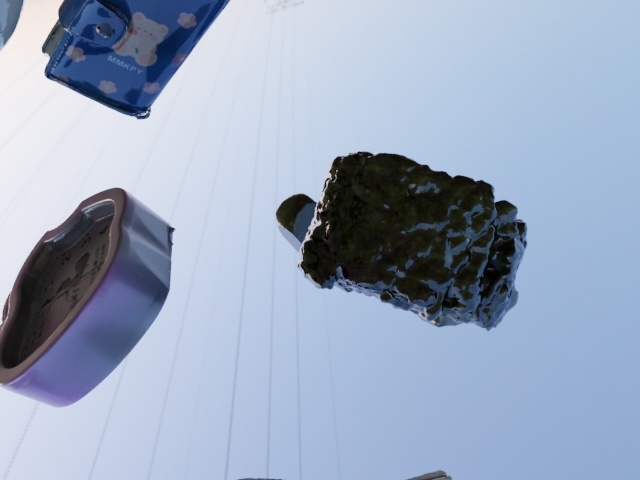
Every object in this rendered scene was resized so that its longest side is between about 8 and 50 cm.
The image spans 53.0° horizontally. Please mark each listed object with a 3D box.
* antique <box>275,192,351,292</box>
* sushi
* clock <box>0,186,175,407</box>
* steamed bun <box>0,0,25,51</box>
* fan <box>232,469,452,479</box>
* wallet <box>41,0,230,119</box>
[{"bbox_3d":[0.000,0.000,1.231,0.081,0.221,0.080,-51,-145,-12],"label":"antique"},{"bbox_3d":[0.125,0.011,0.877,0.294,0.178,0.352,18,178,4],"label":"sushi"},{"bbox_3d":[-0.371,0.083,0.992,0.339,0.102,0.338,-28,-139,27],"label":"clock"},{"bbox_3d":[-0.326,-0.250,0.505,0.145,0.231,0.231,-19,-150,18],"label":"steamed bun"},{"bbox_3d":[-0.017,0.347,0.845,0.415,0.012,0.233,-7,-170,-20],"label":"fan"},{"bbox_3d":[-0.205,-0.229,0.694,0.202,0.141,0.059,-39,-139,37],"label":"wallet"}]
